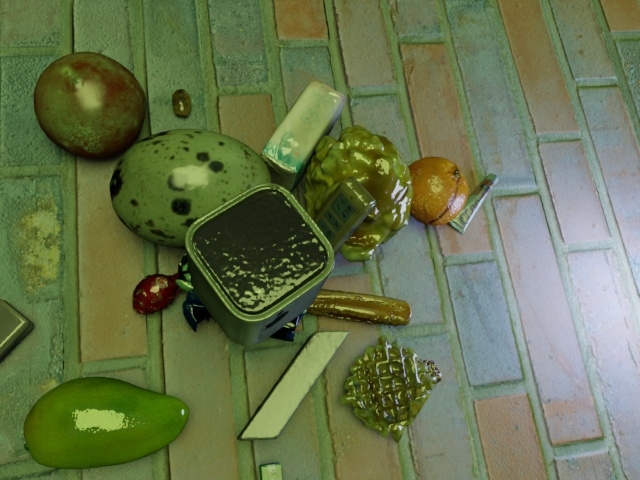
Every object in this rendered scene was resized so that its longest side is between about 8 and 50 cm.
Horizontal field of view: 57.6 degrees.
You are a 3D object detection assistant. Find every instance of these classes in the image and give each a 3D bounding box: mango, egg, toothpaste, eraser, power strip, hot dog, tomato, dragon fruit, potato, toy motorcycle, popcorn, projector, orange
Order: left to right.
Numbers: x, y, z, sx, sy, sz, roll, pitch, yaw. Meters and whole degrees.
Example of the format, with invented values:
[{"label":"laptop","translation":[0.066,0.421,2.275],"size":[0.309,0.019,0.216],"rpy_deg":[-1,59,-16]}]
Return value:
[{"label":"tomato","translation":[-0.582,-0.349,1.472],"size":[0.270,0.222,0.270],"rpy_deg":[2,71,-6]},{"label":"mango","translation":[-0.466,0.396,1.281],"size":[0.343,0.156,0.192],"rpy_deg":[0,81,-14]},{"label":"dragon fruit","translation":[-0.378,0.109,1.428],"size":[0.190,0.094,0.094],"rpy_deg":[-35,81,-24]},{"label":"potato","translation":[-0.385,-0.381,1.611],"size":[0.051,0.040,0.083],"rpy_deg":[-9,72,-7]},{"label":"egg","translation":[-0.310,-0.124,1.407],"size":[0.380,0.287,0.287],"rpy_deg":[3,71,-5]},{"label":"toy motorcycle","translation":[-0.201,0.150,1.408],"size":[0.331,0.125,0.196],"rpy_deg":[21,66,-7]},{"label":"projector","translation":[-0.137,0.059,1.261],"size":[0.249,0.249,0.248],"rpy_deg":[-34,78,-20]},{"label":"toothpaste","translation":[-0.101,0.643,1.308],"size":[0.050,0.065,0.266],"rpy_deg":[-5,73,-8]},{"label":"eraser","translation":[-0.062,0.344,1.389],"size":[0.077,0.111,0.352],"rpy_deg":[37,70,1]},{"label":"power strip","translation":[0.000,0.000,1.383],"size":[0.066,0.387,0.092],"rpy_deg":[-28,73,-43]},{"label":"hot dog","translation":[0.089,0.174,1.496],"size":[0.289,0.068,0.083],"rpy_deg":[9,48,-2]},{"label":"popcorn","translation":[0.096,-0.116,1.483],"size":[0.279,0.335,0.274],"rpy_deg":[-25,37,-27]},{"label":"orange","translation":[0.311,-0.137,1.576],"size":[0.193,0.161,0.193],"rpy_deg":[15,59,-27]},{"label":"toothpaste","translation":[0.441,-0.110,1.667],"size":[0.056,0.036,0.205],"rpy_deg":[39,74,3]}]

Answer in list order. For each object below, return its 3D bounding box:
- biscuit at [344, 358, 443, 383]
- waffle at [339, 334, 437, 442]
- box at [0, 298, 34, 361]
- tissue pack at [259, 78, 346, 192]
[{"label":"biscuit","translation":[0.189,0.354,1.473],"size":[0.237,0.026,0.131],"rpy_deg":[-28,80,-16]},{"label":"waffle","translation":[0.166,0.354,1.426],"size":[0.204,0.054,0.223],"rpy_deg":[37,71,4]},{"label":"box","translation":[-0.782,0.254,1.325],"size":[0.103,0.055,0.243],"rpy_deg":[38,70,3]},{"label":"tissue pack","translation":[-0.057,-0.267,1.545],"size":[0.124,0.201,0.271],"rpy_deg":[33,70,-4]}]
